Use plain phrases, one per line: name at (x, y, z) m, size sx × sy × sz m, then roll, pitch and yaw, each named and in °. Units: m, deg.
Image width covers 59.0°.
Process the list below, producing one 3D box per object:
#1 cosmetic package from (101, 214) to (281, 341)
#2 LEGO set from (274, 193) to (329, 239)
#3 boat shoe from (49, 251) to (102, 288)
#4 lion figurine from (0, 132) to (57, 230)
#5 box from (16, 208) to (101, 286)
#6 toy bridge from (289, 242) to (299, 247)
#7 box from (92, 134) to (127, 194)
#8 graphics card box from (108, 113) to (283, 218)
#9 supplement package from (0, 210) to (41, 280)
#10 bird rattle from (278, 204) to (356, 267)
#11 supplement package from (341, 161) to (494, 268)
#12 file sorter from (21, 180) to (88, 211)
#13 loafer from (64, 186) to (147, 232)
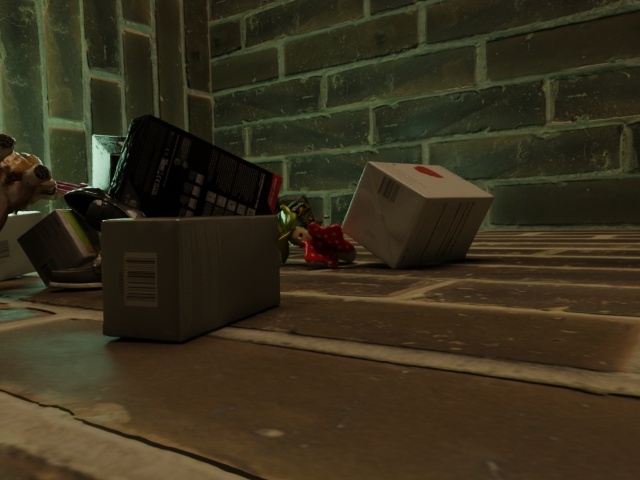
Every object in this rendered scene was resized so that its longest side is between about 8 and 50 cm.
cosmetic package at (-0.137, 0.032, 0.666) m, size 0.107 × 0.127 × 0.238 m, roll 0°, pitch 1°, yaw 18°
LEGO set at (-0.149, -0.019, 1.808) m, size 0.331 × 0.192 × 0.255 m, roll -4°, pitch 31°, yaw 37°
boat shoe at (-0.375, 0.049, 1.040) m, size 0.227 × 0.069 × 0.081 m, roll -3°, pitch 4°, yaw -25°
lion figurine at (-0.577, -0.025, 0.953) m, size 0.142 × 0.392 × 0.240 m, roll 40°, pitch -44°, yaw -24°
box at (-0.486, 0.010, 1.152) m, size 0.103 × 0.114 × 0.203 m, roll -34°, pitch -4°, yaw 10°
toy bridge at (-0.080, -0.006, 2.040) m, size 0.026 × 0.063 × 0.188 m, roll -4°, pitch 2°, yaw -33°
box at (-0.509, -0.114, 1.538) m, size 0.182 × 0.294 × 0.296 m, roll -1°, pitch 20°, yaw -30°
graphics card box at (-0.273, -0.099, 1.275) m, size 0.370 × 0.233 × 0.094 m, roll 21°, pitch -13°, yaw -40°
supplement package at (-0.770, 0.005, 1.281) m, size 0.244 × 0.139 × 0.134 m, roll 3°, pitch 11°, yaw 21°
bird rattle at (0.000, 0.000, 1.334) m, size 0.253 × 0.143 × 0.207 m, roll 5°, pitch -10°, yaw 44°
supplement package at (0.226, -0.064, 1.293) m, size 0.292 × 0.175 × 0.177 m, roll -5°, pitch 34°, yaw -46°
file sorter at (-0.749, -0.059, 1.563) m, size 0.182 × 0.202 × 0.290 m, roll 12°, pitch -6°, yaw -19°
loafer at (-0.399, -0.042, 1.059) m, size 0.223 × 0.076 × 0.078 m, roll 28°, pitch 19°, yaw 33°
